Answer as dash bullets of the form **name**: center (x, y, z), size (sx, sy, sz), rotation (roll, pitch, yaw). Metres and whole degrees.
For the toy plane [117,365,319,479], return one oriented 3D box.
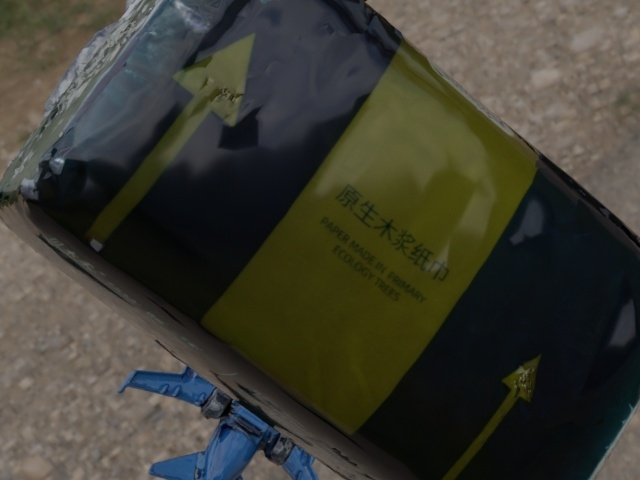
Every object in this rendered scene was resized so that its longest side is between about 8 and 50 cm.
- **toy plane**: center (-0.076, 0.186, 1.306), size (0.105, 0.254, 0.271), rotation (-51, 5, 40)

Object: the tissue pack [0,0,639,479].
- **tissue pack**: center (0.000, 0.000, 0.874), size (0.253, 0.417, 0.264), rotation (-57, 17, -10)
